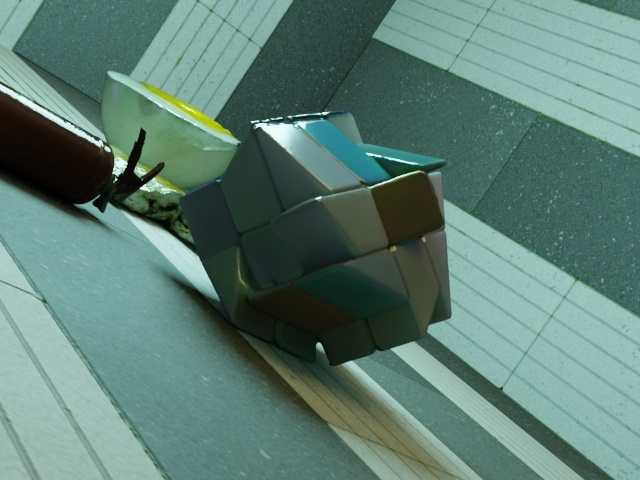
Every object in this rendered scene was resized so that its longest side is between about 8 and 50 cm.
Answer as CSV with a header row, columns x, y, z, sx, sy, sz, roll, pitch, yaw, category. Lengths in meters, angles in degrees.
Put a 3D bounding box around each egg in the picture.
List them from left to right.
x,y,z,sx,sy,sz,roll,pitch,yaw,category
-0.340,-0.205,2.163,0.337,0.201,0.337,27,5,-3,egg

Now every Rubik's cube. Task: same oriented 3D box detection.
x,y,z,sx,sy,sz,roll,pitch,yaw,category
0.000,0.000,1.514,0.387,0.358,0.368,-16,84,-54,Rubik's cube

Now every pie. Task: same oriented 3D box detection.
x,y,z,sx,sy,sz,roll,pitch,yaw,category
-0.292,-0.078,1.878,0.337,0.075,0.337,33,3,-2,pie

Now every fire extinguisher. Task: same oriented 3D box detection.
x,y,z,sx,sy,sz,roll,pitch,yaw,category
-0.371,-0.144,1.436,0.337,0.147,0.106,30,7,-41,fire extinguisher
